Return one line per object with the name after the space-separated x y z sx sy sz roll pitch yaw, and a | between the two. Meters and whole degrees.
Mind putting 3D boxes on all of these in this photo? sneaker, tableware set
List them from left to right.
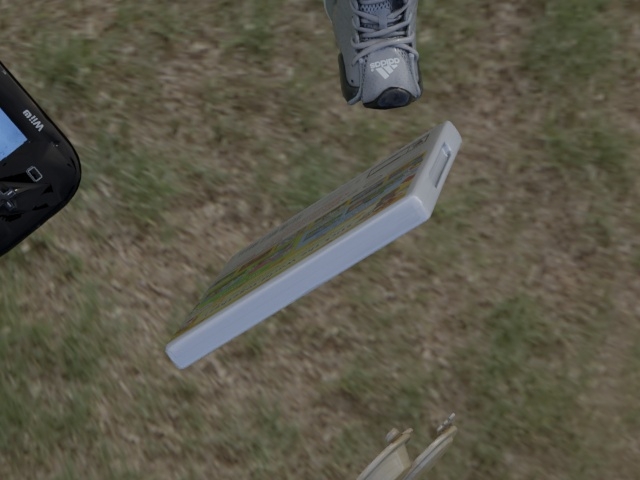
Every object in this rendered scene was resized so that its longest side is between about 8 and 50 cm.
0.018 0.162 0.944 0.020 0.141 0.169 44 96 13 | tableware set
0.050 -0.165 1.145 0.086 0.229 0.132 -5 69 -3 | sneaker

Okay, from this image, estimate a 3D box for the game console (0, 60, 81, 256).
-0.282 -0.152 1.000 0.213 0.044 0.361 -41 90 -11 | game console

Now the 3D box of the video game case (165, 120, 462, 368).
0.000 0.000 1.239 0.227 0.206 0.026 -32 100 20 | video game case
